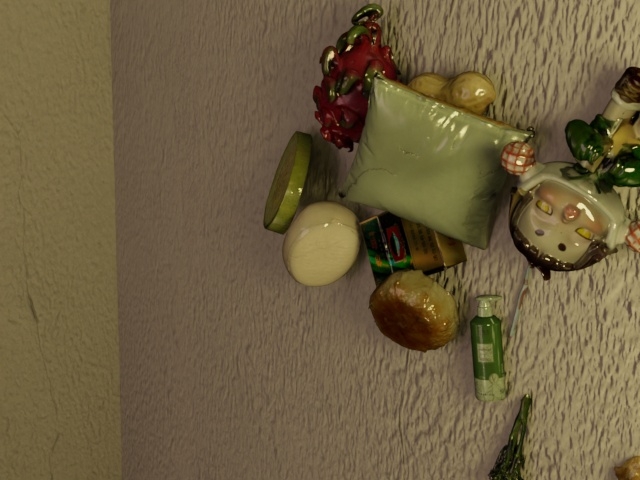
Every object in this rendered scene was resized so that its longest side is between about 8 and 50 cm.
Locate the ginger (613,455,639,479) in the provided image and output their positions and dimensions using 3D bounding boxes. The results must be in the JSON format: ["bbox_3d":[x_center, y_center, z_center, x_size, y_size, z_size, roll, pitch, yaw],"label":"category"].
[{"bbox_3d":[0.522,0.424,1.546,0.057,0.044,0.137,-111,26,-76],"label":"ginger"}]

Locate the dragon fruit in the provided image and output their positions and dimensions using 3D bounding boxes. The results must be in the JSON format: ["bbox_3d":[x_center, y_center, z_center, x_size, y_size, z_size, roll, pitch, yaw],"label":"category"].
[{"bbox_3d":[0.072,-0.327,1.894,0.198,0.218,0.272,-15,79,20],"label":"dragon fruit"}]

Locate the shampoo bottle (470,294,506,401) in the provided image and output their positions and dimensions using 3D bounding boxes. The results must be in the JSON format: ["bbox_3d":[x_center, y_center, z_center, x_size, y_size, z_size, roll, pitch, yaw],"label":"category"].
[{"bbox_3d":[0.325,0.205,1.768,0.065,0.065,0.204,6,103,56],"label":"shampoo bottle"}]

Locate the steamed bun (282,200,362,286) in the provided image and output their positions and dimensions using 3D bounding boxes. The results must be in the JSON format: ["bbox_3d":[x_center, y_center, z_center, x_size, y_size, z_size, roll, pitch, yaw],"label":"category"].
[{"bbox_3d":[0.000,0.000,2.101,0.130,0.177,0.228,-102,21,-44],"label":"steamed bun"}]

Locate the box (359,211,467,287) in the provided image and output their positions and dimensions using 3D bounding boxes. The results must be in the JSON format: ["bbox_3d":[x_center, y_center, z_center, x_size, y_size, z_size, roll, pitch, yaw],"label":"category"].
[{"bbox_3d":[0.188,0.004,1.906,0.240,0.071,0.159,-25,80,55],"label":"box"}]

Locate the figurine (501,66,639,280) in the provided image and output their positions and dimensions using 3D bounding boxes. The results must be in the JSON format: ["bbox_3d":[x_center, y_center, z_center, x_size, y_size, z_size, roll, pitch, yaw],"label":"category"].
[{"bbox_3d":[0.425,-0.093,1.447,0.281,0.167,0.370,34,122,11],"label":"figurine"}]

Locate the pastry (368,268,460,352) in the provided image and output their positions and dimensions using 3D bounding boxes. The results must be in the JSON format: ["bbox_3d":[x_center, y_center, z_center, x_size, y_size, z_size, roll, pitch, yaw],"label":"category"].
[{"bbox_3d":[0.187,0.144,1.867,0.182,0.093,0.192,46,148,-10],"label":"pastry"}]

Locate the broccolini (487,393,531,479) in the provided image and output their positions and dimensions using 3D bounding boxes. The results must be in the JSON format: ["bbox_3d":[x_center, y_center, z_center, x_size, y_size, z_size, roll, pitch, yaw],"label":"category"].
[{"bbox_3d":[0.383,0.386,1.758,0.074,0.058,0.201,27,105,34],"label":"broccolini"}]

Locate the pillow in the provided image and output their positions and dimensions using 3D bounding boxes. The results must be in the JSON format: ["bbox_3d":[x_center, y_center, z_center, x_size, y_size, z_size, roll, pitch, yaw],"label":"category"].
[{"bbox_3d":[0.202,-0.139,1.691,0.310,0.119,0.312,20,135,6],"label":"pillow"}]

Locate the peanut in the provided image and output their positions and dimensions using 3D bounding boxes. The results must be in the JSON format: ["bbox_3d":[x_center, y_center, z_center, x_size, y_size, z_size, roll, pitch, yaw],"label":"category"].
[{"bbox_3d":[0.234,-0.264,1.729,0.236,0.110,0.120,-8,84,55],"label":"peanut"}]

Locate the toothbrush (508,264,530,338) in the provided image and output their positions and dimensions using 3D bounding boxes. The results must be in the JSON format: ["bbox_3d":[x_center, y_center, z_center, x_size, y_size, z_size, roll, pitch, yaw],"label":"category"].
[{"bbox_3d":[0.377,0.102,1.700,0.019,0.013,0.193,34,126,37],"label":"toothbrush"}]

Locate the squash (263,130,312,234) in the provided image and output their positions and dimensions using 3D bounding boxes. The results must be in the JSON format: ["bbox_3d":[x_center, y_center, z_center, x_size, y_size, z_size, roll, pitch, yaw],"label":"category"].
[{"bbox_3d":[-0.077,-0.138,2.179,0.252,0.049,0.252,-164,90,-80],"label":"squash"}]
